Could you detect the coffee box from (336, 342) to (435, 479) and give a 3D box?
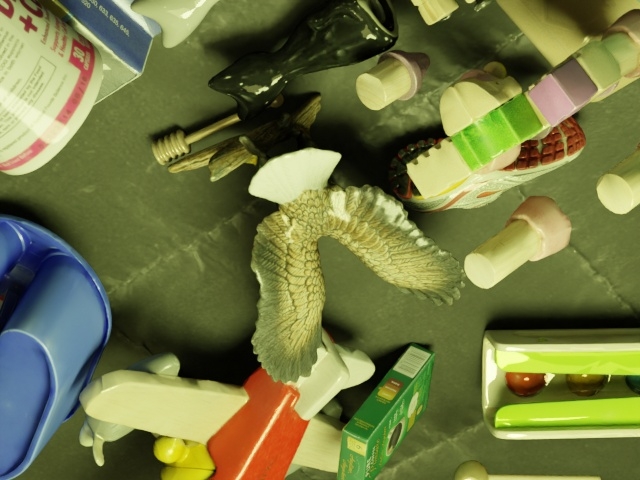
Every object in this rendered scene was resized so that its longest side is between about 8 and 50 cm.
[{"bbox_3d":[0.083,0.227,2.227,0.040,0.184,0.113,24,137,19],"label":"coffee box"}]

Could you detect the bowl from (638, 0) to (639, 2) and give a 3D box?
[{"bbox_3d":[0.373,-0.321,1.660,0.311,0.311,0.163,27,145,-28],"label":"bowl"}]

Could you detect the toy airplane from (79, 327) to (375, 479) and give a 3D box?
[{"bbox_3d":[-0.117,0.234,2.190,0.384,0.272,0.386,-32,131,-27],"label":"toy airplane"}]

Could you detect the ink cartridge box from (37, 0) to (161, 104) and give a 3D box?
[{"bbox_3d":[-0.335,-0.242,1.807,0.307,0.072,0.303,-29,130,24],"label":"ink cartridge box"}]

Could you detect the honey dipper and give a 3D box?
[{"bbox_3d":[-0.114,-0.130,1.962,0.160,0.030,0.030,-24,132,15],"label":"honey dipper"}]

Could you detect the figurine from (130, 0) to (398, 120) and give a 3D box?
[{"bbox_3d":[-0.063,-0.235,1.819,0.209,0.092,0.215,-30,128,23],"label":"figurine"}]

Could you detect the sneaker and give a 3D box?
[{"bbox_3d":[0.193,-0.091,2.001,0.225,0.088,0.093,-15,154,10],"label":"sneaker"}]

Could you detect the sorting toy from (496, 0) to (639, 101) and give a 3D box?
[{"bbox_3d":[0.322,-0.255,1.876,0.208,0.038,0.193,-27,130,26],"label":"sorting toy"}]

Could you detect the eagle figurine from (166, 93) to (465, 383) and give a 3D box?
[{"bbox_3d":[0.005,-0.004,1.961,0.226,0.225,0.298,-18,100,46],"label":"eagle figurine"}]

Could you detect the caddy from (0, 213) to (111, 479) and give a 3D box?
[{"bbox_3d":[-0.389,0.121,2.086,0.241,0.179,0.341,29,130,1],"label":"caddy"}]

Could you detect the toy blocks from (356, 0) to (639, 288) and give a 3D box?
[{"bbox_3d":[0.239,-0.164,1.779,0.309,0.260,0.288,57,143,0],"label":"toy blocks"}]

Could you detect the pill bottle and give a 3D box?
[{"bbox_3d":[-0.363,-0.200,1.689,0.160,0.160,0.283,-35,128,26],"label":"pill bottle"}]

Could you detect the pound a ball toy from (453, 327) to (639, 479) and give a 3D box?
[{"bbox_3d":[0.324,0.217,2.239,0.319,0.136,0.208,-1,99,-4],"label":"pound a ball toy"}]
